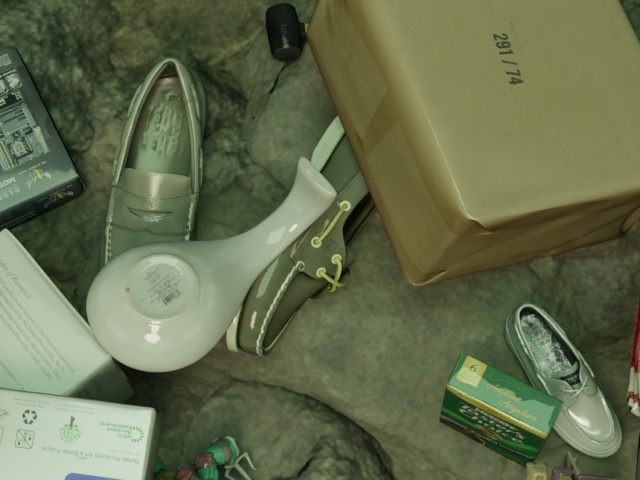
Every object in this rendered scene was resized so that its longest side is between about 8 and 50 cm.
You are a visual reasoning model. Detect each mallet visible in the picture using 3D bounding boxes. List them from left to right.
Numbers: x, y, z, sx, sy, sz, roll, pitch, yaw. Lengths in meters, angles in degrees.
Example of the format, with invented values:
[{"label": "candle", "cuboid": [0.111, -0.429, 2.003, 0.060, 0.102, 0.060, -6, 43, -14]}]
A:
[{"label": "mallet", "cuboid": [0.031, -0.240, 1.683, 0.189, 0.039, 0.062, 0, 71, -3]}]

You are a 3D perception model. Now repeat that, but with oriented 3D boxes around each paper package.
[{"label": "paper package", "cuboid": [0.188, -0.151, 1.536, 0.309, 0.168, 0.325, -13, 70, -25]}]

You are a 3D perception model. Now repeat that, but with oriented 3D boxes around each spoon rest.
[{"label": "spoon rest", "cuboid": [-0.106, 0.026, 1.451, 0.276, 0.084, 0.137, -36, 73, -17]}]

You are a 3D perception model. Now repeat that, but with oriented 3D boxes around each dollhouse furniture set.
[{"label": "dollhouse furniture set", "cuboid": [0.246, 0.278, 1.512, 0.091, 0.081, 0.114, 6, 106, -5]}]

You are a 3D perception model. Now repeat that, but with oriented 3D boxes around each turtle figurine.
[{"label": "turtle figurine", "cuboid": [-0.141, 0.269, 1.486, 0.234, 0.118, 0.175, 26, 75, 13]}]

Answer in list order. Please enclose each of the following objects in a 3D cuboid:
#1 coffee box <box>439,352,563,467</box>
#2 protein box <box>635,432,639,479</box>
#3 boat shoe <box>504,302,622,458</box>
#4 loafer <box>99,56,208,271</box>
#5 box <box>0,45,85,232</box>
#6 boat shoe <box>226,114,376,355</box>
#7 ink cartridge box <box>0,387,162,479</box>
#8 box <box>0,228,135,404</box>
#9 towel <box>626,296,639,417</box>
[{"label": "coffee box", "cuboid": [0.178, 0.174, 1.468, 0.113, 0.184, 0.040, 27, 74, 9]}, {"label": "protein box", "cuboid": [0.423, 0.251, 1.429, 0.199, 0.201, 0.136, 9, 72, 4]}, {"label": "boat shoe", "cuboid": [0.260, 0.145, 1.539, 0.066, 0.063, 0.184, -24, 73, -6]}, {"label": "loafer", "cuboid": [-0.186, -0.046, 1.584, 0.112, 0.111, 0.319, 3, 73, 3]}, {"label": "box", "cuboid": [-0.407, -0.089, 1.630, 0.232, 0.059, 0.183, -27, 74, -8]}, {"label": "boat shoe", "cuboid": [0.000, -0.002, 1.568, 0.091, 0.109, 0.305, 25, 71, 14]}, {"label": "ink cartridge box", "cuboid": [-0.252, 0.306, 1.312, 0.165, 0.065, 0.333, 8, 71, 4]}, {"label": "box", "cuboid": [-0.299, 0.111, 1.501, 0.119, 0.181, 0.182, -39, 76, -11]}, {"label": "towel", "cuboid": [0.425, 0.046, 1.390, 0.237, 0.037, 0.329, 14, 62, 0]}]
